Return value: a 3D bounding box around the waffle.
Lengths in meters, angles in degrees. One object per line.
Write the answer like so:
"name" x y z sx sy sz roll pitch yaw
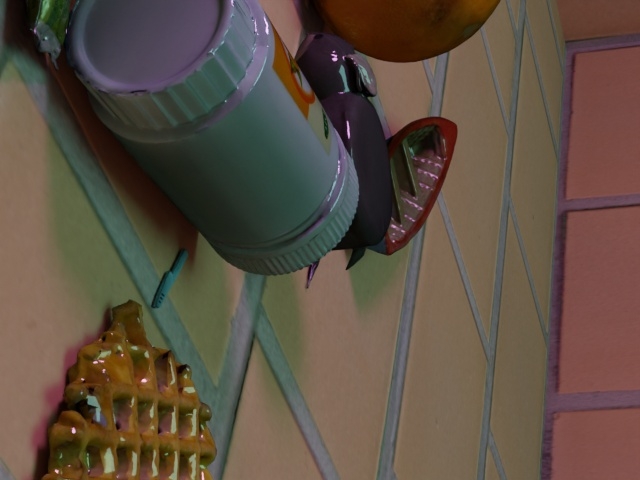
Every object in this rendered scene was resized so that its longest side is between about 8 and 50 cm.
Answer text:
"waffle" -0.144 0.189 1.198 0.254 0.052 0.245 -67 147 -55

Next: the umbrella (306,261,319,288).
"umbrella" 0.003 -0.002 1.770 0.022 0.022 0.149 34 42 -20

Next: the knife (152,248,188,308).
"knife" -0.132 0.033 1.348 0.091 0.005 0.014 -69 150 -54

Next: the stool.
"stool" -0.003 -0.088 1.571 0.153 0.139 0.228 49 38 -63

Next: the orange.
"orange" 0.103 -0.343 1.825 0.261 0.261 0.261 -5 90 -73

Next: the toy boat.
"toy boat" 0.108 -0.087 2.034 0.392 0.079 0.136 -53 134 -64

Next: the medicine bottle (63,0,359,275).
"medicine bottle" -0.083 -0.103 1.285 0.318 0.158 0.158 55 35 -60

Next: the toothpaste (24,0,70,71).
"toothpaste" -0.199 -0.255 1.145 0.078 0.047 0.248 82 8 -78
